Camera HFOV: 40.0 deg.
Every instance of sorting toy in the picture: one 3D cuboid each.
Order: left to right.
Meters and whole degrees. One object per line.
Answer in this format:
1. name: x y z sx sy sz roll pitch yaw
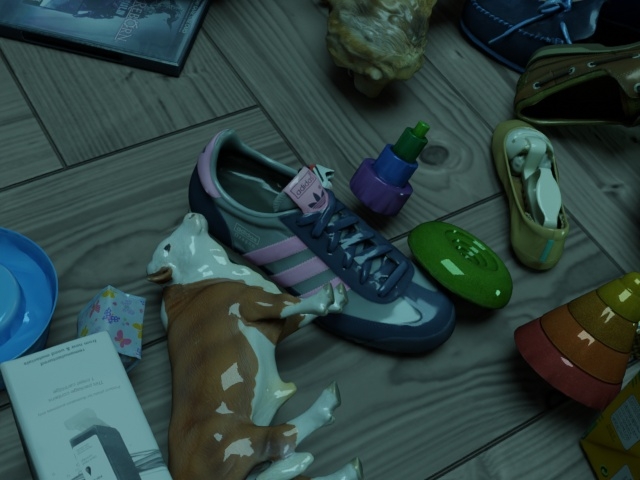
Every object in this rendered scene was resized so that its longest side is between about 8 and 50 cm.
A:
1. sorting toy: 0.191 0.002 0.901 0.365 0.126 0.127 44 26 23

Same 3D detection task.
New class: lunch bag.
1. lunch bag: -0.202 0.094 0.827 0.053 0.083 0.071 26 42 -33

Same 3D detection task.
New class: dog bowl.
1. dog bowl: -0.392 0.054 0.827 0.297 0.074 0.166 16 52 2

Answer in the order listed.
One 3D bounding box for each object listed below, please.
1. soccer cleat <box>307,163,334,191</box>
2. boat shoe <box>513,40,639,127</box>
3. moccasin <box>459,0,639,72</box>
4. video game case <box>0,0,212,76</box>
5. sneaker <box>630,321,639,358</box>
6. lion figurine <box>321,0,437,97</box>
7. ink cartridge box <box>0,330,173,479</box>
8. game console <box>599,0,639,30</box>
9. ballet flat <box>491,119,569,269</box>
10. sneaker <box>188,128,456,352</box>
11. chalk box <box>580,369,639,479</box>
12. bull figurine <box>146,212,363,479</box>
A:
1. soccer cleat: -0.005 -0.055 1.001 0.036 0.029 0.083 10 47 4
2. boat shoe: 0.387 -0.182 1.060 0.307 0.110 0.104 -3 41 36
3. moccasin: 0.358 -0.278 1.173 0.342 0.117 0.137 23 53 11
4. video game case: -0.291 -0.316 1.157 0.274 0.026 0.196 13 52 1
5. sneaker: 0.404 0.094 0.928 0.185 0.069 0.084 18 57 3
6. lion figurine: 0.138 -0.357 1.159 0.392 0.142 0.240 -40 50 -17
7. ink cartridge box: -0.169 0.206 0.691 0.092 0.158 0.218 -17 58 -22
8. game console: 0.522 -0.307 1.182 0.250 0.173 0.293 -36 63 -29
9. ballet flat: 0.253 -0.074 1.029 0.080 0.073 0.232 3 52 -7
10. sneaker: 0.000 0.000 0.894 0.319 0.131 0.112 27 53 11
11. chalk box: 0.423 0.193 0.786 0.289 0.179 0.180 -8 55 -15
12. bull figurine: -0.070 0.109 0.807 0.188 0.101 0.310 -13 58 11
